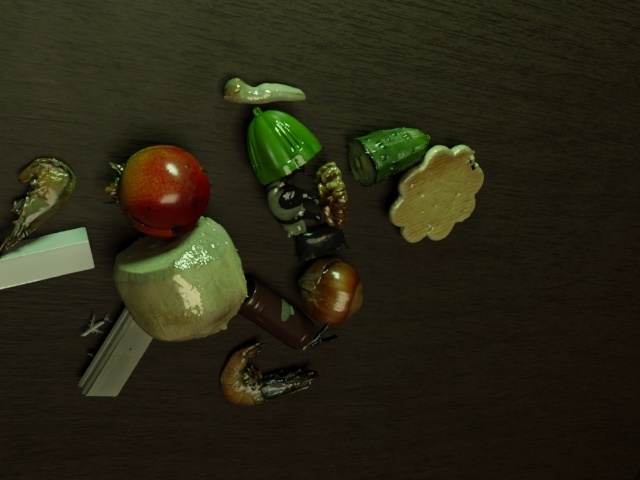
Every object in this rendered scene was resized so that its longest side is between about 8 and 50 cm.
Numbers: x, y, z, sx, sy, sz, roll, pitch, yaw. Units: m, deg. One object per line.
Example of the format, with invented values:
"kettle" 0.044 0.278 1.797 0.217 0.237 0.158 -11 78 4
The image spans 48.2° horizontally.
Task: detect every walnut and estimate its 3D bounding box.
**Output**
"walnut" 0.026 -0.113 1.826 0.069 0.143 0.170 -12 121 -8

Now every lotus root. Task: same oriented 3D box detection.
"lotus root" -0.111 -0.244 1.695 0.186 0.186 0.186 -11 121 -19

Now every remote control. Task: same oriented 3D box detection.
"remote control" -0.510 0.279 1.838 0.102 0.055 0.277 18 109 -53

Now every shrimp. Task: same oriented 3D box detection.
"shrimp" -0.659 -0.075 1.586 0.262 0.066 0.117 -46 112 -13
"shrimp" -0.147 0.375 2.065 0.290 0.054 0.223 -7 120 -12

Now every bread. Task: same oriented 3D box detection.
"bread" 0.323 -0.129 1.988 0.315 0.054 0.316 -18 131 -21

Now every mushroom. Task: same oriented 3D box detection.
"mushroom" -0.128 -0.348 1.675 0.202 0.059 0.054 -2 134 -23

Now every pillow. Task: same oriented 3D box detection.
"pillow" 0.000 0.000 1.933 0.150 0.048 0.091 -16 125 -13

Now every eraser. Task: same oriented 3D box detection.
"eraser" -0.678 0.049 1.633 0.298 0.078 0.076 -14 121 -17

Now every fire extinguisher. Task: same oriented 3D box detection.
"fire extinguisher" -0.085 0.215 1.979 0.138 0.102 0.344 -48 125 4

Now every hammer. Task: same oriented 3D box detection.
"hammer" -0.520 0.227 1.837 0.199 0.013 0.062 -50 139 5

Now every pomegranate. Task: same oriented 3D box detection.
"pomegranate" -0.366 -0.114 1.615 0.235 0.210 0.210 9 116 2

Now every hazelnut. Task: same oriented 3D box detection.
"hazelnut" 0.030 0.137 1.958 0.182 0.182 0.182 -11 121 -19

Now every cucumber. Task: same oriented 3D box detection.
"cucumber" 0.195 -0.232 1.858 0.244 0.134 0.134 -24 125 -27

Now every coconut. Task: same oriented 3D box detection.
"coconut" -0.324 0.105 1.702 0.297 0.297 0.255 -27 121 -9

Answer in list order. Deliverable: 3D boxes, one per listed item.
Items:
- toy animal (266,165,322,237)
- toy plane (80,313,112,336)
"toy animal" -0.068 -0.089 1.810 0.121 0.094 0.225 -24 152 -5
"toy plane" -0.568 0.217 1.807 0.084 0.024 0.078 -27 137 -16
